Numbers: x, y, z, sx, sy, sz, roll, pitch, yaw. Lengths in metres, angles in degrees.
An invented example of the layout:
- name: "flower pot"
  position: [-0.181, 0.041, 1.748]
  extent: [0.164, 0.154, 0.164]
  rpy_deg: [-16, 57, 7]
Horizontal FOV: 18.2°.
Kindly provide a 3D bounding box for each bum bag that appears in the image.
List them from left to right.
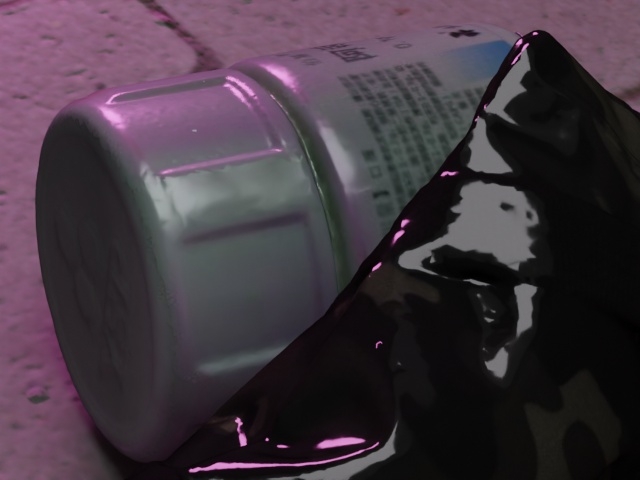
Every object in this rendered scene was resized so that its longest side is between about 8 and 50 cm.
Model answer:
- name: "bum bag"
  position: [0.014, 0.077, 0.568]
  extent: [0.340, 0.095, 0.144]
  rpy_deg: [-45, 110, -28]

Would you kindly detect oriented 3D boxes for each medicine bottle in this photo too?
- name: "medicine bottle"
  position: [0.000, 0.000, 0.688]
  extent: [0.168, 0.135, 0.135]
  rpy_deg: [-13, 47, -25]
